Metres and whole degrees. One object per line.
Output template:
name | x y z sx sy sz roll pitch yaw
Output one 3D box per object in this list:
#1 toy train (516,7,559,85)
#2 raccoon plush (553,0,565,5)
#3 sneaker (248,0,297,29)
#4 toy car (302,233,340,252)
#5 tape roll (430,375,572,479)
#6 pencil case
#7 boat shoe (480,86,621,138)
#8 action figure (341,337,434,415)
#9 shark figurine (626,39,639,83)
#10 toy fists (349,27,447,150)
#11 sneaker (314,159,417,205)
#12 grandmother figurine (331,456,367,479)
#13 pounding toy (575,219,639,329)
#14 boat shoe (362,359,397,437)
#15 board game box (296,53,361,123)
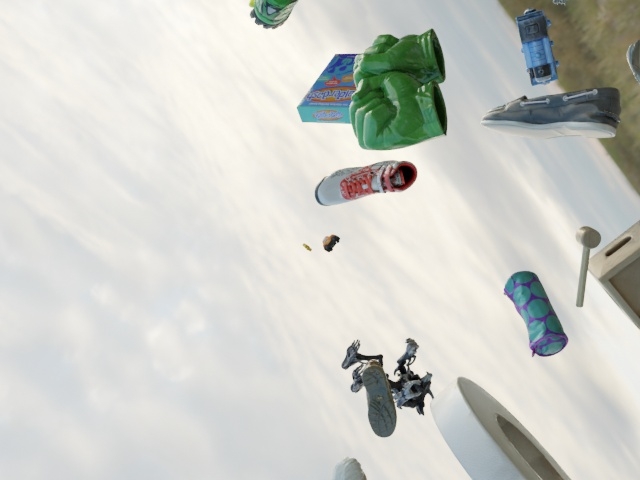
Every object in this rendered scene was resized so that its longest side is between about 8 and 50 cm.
toy train | 0.506 -0.450 1.904 0.105 0.080 0.184 -42 -60 -65
raccoon plush | 0.659 -0.696 1.824 0.216 0.446 0.299 -96 6 -52
sneaker | -0.053 -0.682 1.994 0.134 0.343 0.146 25 166 -17
toy car | 0.000 0.000 2.377 0.122 0.060 0.040 6 -152 -46
tape roll | 0.348 0.401 1.404 0.392 0.072 0.392 44 -171 -9
pencil case | 0.377 0.129 1.439 0.064 0.070 0.151 68 -176 -49
boat shoe | 0.497 -0.277 1.765 0.112 0.095 0.335 17 176 -40
action figure | 0.197 0.336 2.017 0.276 0.141 0.164 19 -141 -28
shark figurine | 0.678 -0.273 1.475 0.278 0.116 0.166 26 131 47
toy fists | 0.115 -0.238 1.273 0.279 0.142 0.096 -84 -29 -46
sneaker | 0.126 -0.156 2.162 0.145 0.270 0.090 13 118 65
grandmother figurine | 0.124 0.675 1.993 0.342 0.208 0.104 63 -145 -16
pounding toy | 0.496 0.045 1.378 0.206 0.181 0.094 47 -169 -13
boat shoe | 0.131 0.343 1.781 0.060 0.064 0.178 -68 -32 -71
board game box | 0.063 -0.345 1.841 0.210 0.160 0.047 -60 -38 -34
